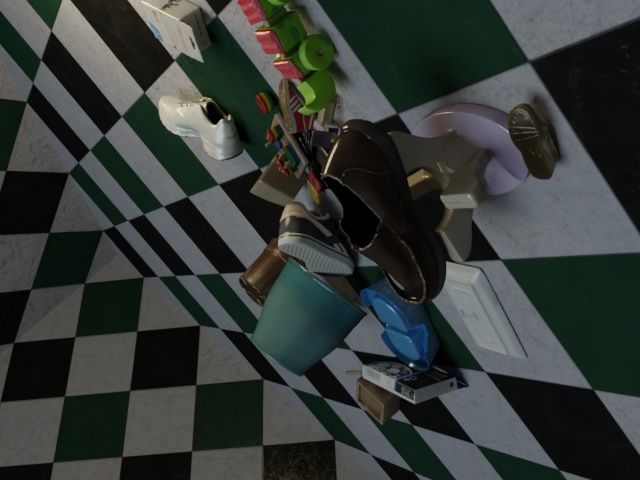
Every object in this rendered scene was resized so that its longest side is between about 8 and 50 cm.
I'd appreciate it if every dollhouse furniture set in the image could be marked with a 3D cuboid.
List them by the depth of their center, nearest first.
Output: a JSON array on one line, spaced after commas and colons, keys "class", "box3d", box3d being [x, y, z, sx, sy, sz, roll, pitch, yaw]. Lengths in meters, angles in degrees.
[{"class": "dollhouse furniture set", "box3d": [0.028, -0.259, 1.524, 0.081, 0.090, 0.114, -98, 15, -50]}]

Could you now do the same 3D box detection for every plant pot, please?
[{"class": "plant pot", "box3d": [-0.096, -0.145, 1.832, 0.096, 0.109, 0.109, 37, 160, -8]}, {"class": "plant pot", "box3d": [-0.051, 0.228, 2.079, 0.271, 0.255, 0.271, 35, 177, 2]}, {"class": "plant pot", "box3d": [-0.151, 0.108, 2.287, 0.167, 0.165, 0.167, 39, 158, 19]}]

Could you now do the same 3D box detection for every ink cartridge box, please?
[{"class": "ink cartridge box", "box3d": [-0.313, -0.485, 1.683, 0.181, 0.061, 0.104, 34, 156, 31]}, {"class": "ink cartridge box", "box3d": [0.256, 0.364, 2.004, 0.206, 0.208, 0.045, 17, 108, 50]}]

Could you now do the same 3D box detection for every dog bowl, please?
[{"class": "dog bowl", "box3d": [0.213, 0.211, 1.919, 0.166, 0.074, 0.297, 20, 147, 49]}]

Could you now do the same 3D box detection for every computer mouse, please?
[{"class": "computer mouse", "box3d": [0.049, -0.133, 1.619, 0.272, 0.072, 0.189, 27, 150, 41]}]

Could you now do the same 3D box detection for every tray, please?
[{"class": "tray", "box3d": [0.346, 0.158, 1.640, 0.145, 0.030, 0.270, 14, 142, 56]}]

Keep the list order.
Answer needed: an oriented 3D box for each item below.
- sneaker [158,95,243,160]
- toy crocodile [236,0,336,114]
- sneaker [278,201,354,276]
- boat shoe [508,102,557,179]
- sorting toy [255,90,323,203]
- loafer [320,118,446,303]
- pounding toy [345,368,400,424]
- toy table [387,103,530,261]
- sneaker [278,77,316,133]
[{"class": "sneaker", "box3d": [-0.312, -0.324, 1.948, 0.297, 0.111, 0.129, 30, 138, 27]}, {"class": "toy crocodile", "box3d": [-0.076, -0.387, 1.357, 0.115, 0.105, 0.341, 11, 139, 55]}, {"class": "sneaker", "box3d": [0.000, 0.000, 1.897, 0.126, 0.128, 0.321, -6, 159, 22]}, {"class": "boat shoe", "box3d": [0.320, -0.154, 1.115, 0.050, 0.045, 0.135, 9, 141, 42]}, {"class": "sorting toy", "box3d": [-0.082, -0.200, 1.711, 0.275, 0.046, 0.132, 59, 168, 3]}, {"class": "loafer", "box3d": [0.090, -0.021, 1.221, 0.133, 0.130, 0.366, 16, 143, 49]}, {"class": "pounding toy", "box3d": [0.174, 0.463, 2.423, 0.181, 0.094, 0.206, 39, 149, 31]}, {"class": "toy table", "box3d": [0.212, -0.108, 1.244, 0.252, 0.161, 0.274, 50, 157, -8]}, {"class": "sneaker", "box3d": [-0.047, -0.288, 1.582, 0.042, 0.067, 0.119, 167, 91, -68]}]
